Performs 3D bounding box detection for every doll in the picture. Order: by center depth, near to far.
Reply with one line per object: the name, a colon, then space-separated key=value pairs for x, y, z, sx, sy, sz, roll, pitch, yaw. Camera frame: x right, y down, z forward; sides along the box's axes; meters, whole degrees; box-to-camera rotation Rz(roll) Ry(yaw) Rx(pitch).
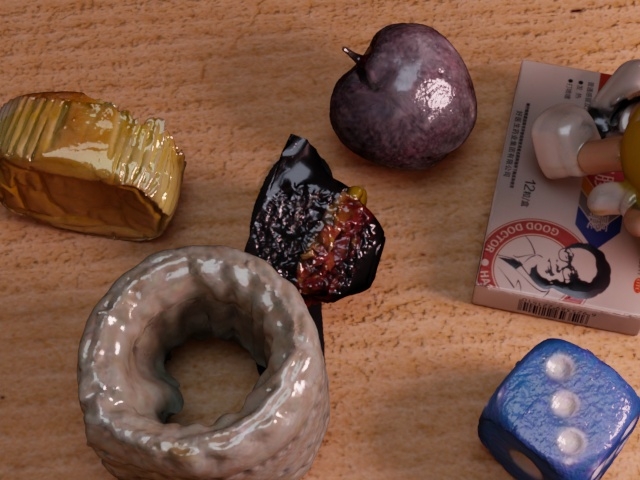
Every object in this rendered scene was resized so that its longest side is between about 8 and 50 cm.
doll: x=0.441 y=-0.130 z=1.503 sx=0.423 sy=0.161 sz=0.348 roll=-12 pitch=39 yaw=42

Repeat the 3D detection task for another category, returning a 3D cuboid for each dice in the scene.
dice: x=0.272 y=0.207 z=1.484 sx=0.146 sy=0.143 sz=0.146 roll=36 pitch=72 yaw=19

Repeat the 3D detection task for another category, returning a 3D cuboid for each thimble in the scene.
thimble: x=-0.140 y=0.163 z=1.492 sx=0.291 sy=0.195 sz=0.291 roll=-2 pitch=61 yaw=4

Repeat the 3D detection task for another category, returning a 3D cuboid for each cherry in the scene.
cherry: x=0.110 y=-0.180 z=1.686 sx=0.195 sy=0.195 sz=0.195 roll=-1 pitch=62 yaw=2

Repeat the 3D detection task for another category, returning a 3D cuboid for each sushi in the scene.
sushi: x=0.000 y=0.000 z=1.594 sx=0.150 sy=0.153 sz=0.172 roll=21 pitch=67 yaw=9

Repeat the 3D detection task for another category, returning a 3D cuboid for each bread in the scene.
bread: x=-0.299 y=-0.100 z=1.658 sx=0.250 sy=0.179 sz=0.133 roll=8 pitch=58 yaw=7

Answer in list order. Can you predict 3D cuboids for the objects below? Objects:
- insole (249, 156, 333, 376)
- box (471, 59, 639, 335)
insole: x=-0.034 y=0.033 z=1.668 sx=0.119 sy=0.009 sz=0.348 roll=-2 pitch=61 yaw=4
box: x=0.332 y=-0.063 z=1.672 sx=0.214 sy=0.069 sz=0.353 roll=11 pitch=64 yaw=8
